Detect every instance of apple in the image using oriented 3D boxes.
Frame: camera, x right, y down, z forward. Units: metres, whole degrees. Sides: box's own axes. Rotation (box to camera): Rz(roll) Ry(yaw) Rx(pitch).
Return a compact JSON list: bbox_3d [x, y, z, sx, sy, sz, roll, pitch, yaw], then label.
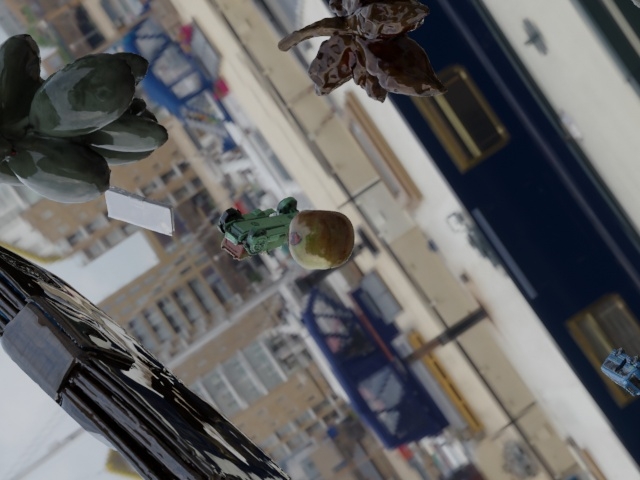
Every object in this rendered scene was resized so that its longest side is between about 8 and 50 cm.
[{"bbox_3d":[0.000,0.000,1.266,0.084,0.084,0.071,122,153,-87],"label":"apple"}]

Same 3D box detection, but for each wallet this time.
[{"bbox_3d":[-0.200,-0.032,1.188,0.083,0.011,0.044,18,134,15],"label":"wallet"},{"bbox_3d":[-0.106,0.069,0.537,0.230,0.042,0.124,37,178,32],"label":"wallet"}]

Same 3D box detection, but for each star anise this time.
[{"bbox_3d":[0.051,-0.224,1.099,0.111,0.212,0.196,-6,-147,-46],"label":"star anise"}]

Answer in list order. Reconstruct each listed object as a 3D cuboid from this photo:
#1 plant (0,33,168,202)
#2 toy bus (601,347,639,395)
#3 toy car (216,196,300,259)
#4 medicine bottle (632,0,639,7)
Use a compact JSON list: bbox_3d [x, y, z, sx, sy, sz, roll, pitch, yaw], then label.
[{"bbox_3d":[-0.265,-0.083,0.877,0.146,0.275,0.149,155,100,-87],"label":"plant"},{"bbox_3d":[0.416,0.178,1.454,0.038,0.046,0.083,41,180,-12],"label":"toy bus"},{"bbox_3d":[-0.066,-0.015,1.420,0.073,0.143,0.054,35,122,33],"label":"toy car"},{"bbox_3d":[0.557,-0.529,1.575,0.213,0.214,0.378,61,-146,-61],"label":"medicine bottle"}]
